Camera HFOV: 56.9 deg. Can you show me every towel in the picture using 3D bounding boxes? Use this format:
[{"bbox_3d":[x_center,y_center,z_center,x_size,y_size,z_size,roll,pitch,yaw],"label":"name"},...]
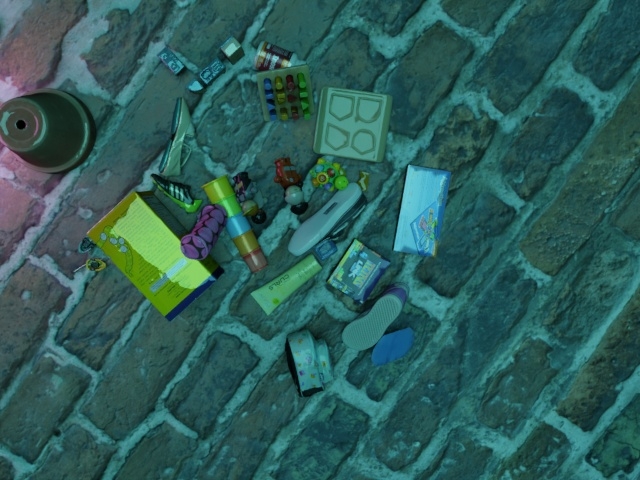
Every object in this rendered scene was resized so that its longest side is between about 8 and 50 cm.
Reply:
[{"bbox_3d":[0.000,0.000,1.898,0.067,0.029,0.120,-34,95,0],"label":"towel"}]

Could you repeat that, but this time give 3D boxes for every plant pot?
[{"bbox_3d":[-0.827,-0.328,1.734,0.262,0.229,0.263,0,96,-4],"label":"plant pot"}]

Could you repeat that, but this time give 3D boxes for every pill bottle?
[{"bbox_3d":[-0.123,-0.547,1.815,0.151,0.086,0.086,20,94,-4],"label":"pill bottle"}]

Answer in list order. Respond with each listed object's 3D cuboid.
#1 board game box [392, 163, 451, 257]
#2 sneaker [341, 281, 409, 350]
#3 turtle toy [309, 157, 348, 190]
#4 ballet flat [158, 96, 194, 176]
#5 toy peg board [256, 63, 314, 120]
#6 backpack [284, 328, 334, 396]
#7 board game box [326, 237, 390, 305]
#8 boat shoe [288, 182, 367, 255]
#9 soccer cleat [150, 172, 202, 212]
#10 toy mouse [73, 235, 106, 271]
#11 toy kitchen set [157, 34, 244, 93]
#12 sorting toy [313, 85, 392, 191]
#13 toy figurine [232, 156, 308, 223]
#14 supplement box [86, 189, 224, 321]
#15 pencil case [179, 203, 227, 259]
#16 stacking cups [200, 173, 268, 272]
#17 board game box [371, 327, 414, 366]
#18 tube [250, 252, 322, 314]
[{"bbox_3d":[0.326,-0.095,1.905,0.144,0.027,0.282,9,95,-2],"label":"board game box"},{"bbox_3d":[0.189,0.240,1.894,0.102,0.161,0.282,45,125,1],"label":"sneaker"},{"bbox_3d":[0.027,-0.196,1.844,0.130,0.066,0.095,18,113,8],"label":"turtle toy"},{"bbox_3d":[-0.435,-0.315,1.834,0.086,0.086,0.249,17,96,-4],"label":"ballet flat"},{"bbox_3d":[-0.102,-0.433,1.791,0.160,0.079,0.161,-10,130,-2],"label":"toy peg board"},{"bbox_3d":[-0.038,0.373,1.861,0.144,0.166,0.189,-21,99,-2],"label":"backpack"},{"bbox_3d":[0.121,0.100,1.903,0.141,0.048,0.170,32,93,-4],"label":"board game box"},{"bbox_3d":[0.030,-0.046,1.844,0.301,0.108,0.102,-46,125,-14],"label":"boat shoe"},{"bbox_3d":[-0.453,-0.159,1.854,0.179,0.060,0.072,40,83,-12],"label":"soccer cleat"},{"bbox_3d":[-0.702,0.024,1.868,0.160,0.031,0.143,-3,96,-2],"label":"toy mouse"},{"bbox_3d":[-0.364,-0.567,1.784,0.207,0.122,0.166,-43,95,1],"label":"toy kitchen set"},{"bbox_3d":[0.095,-0.320,1.873,0.228,0.041,0.308,8,101,0],"label":"sorting toy"},{"bbox_3d":[-0.148,-0.138,1.787,0.209,0.213,0.148,-19,82,-1],"label":"toy figurine"},{"bbox_3d":[-0.491,0.040,1.798,0.195,0.194,0.357,-42,95,2],"label":"supplement box"},{"bbox_3d":[-0.344,-0.024,1.730,0.098,0.209,0.095,2,119,8],"label":"pencil case"},{"bbox_3d":[-0.263,-0.049,1.862,0.096,0.096,0.316,-26,101,0],"label":"stacking cups"},{"bbox_3d":[0.227,0.334,1.908,0.168,0.033,0.133,-12,127,-29],"label":"board game box"},{"bbox_3d":[-0.103,0.137,1.894,0.240,0.062,0.070,-36,55,6],"label":"tube"}]
